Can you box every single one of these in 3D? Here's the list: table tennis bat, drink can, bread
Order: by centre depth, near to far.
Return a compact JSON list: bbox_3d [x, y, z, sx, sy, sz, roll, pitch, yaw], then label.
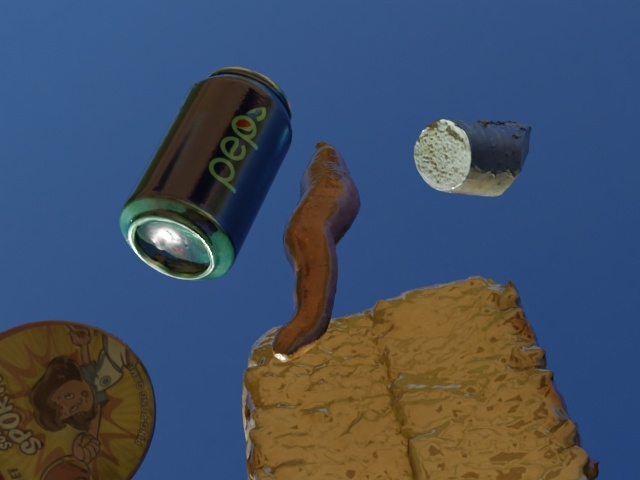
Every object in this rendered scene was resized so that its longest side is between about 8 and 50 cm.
[{"bbox_3d":[0.079,0.270,1.251,0.279,0.390,0.371,-7,-152,-4],"label":"bread"},{"bbox_3d":[-0.104,-0.065,1.438,0.118,0.118,0.205,-3,-134,31],"label":"drink can"},{"bbox_3d":[-0.408,0.265,1.982,0.415,0.268,0.051,-29,175,-21],"label":"table tennis bat"}]

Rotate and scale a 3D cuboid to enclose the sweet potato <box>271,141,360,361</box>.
[{"bbox_3d":[-0.002,-0.003,0.845,0.044,0.044,0.179,-14,-143,18],"label":"sweet potato"}]

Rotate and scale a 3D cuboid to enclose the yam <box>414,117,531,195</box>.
[{"bbox_3d":[0.224,-0.112,2.055,0.106,0.106,0.259,1,-178,35],"label":"yam"}]
